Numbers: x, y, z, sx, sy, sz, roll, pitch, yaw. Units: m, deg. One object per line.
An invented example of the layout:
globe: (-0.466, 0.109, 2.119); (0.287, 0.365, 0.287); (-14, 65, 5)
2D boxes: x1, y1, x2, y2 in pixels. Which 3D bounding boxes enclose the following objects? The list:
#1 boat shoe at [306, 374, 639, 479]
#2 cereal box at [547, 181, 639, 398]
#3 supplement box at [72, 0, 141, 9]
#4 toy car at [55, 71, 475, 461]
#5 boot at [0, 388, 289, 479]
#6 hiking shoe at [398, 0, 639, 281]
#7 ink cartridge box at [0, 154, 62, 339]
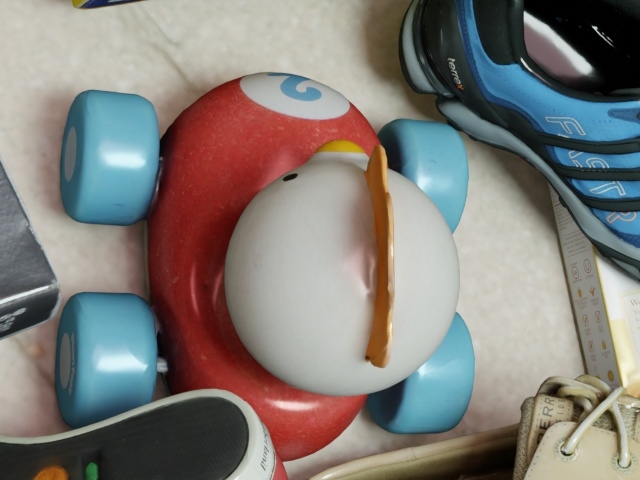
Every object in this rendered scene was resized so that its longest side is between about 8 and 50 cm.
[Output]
boat shoe: (0.131, 0.123, 0.797); (0.098, 0.302, 0.109); (64, 23, -17)
cereal box: (0.227, -0.030, 0.975); (0.173, 0.047, 0.240); (-7, 82, -20)
supplement box: (0.039, -0.257, 0.830); (0.356, 0.195, 0.194); (-14, 93, -22)
toy car: (0.000, 0.000, 0.782); (0.219, 0.238, 0.210); (4, 78, -20)
boot: (-0.121, 0.169, 0.788); (0.244, 0.176, 0.088); (-11, 47, 10)
hiking shoe: (0.185, -0.055, 0.869); (0.304, 0.132, 0.113); (30, 74, -8)
ink cartridge box: (-0.319, -0.049, 0.729); (0.303, 0.072, 0.307); (-22, 77, -24)
